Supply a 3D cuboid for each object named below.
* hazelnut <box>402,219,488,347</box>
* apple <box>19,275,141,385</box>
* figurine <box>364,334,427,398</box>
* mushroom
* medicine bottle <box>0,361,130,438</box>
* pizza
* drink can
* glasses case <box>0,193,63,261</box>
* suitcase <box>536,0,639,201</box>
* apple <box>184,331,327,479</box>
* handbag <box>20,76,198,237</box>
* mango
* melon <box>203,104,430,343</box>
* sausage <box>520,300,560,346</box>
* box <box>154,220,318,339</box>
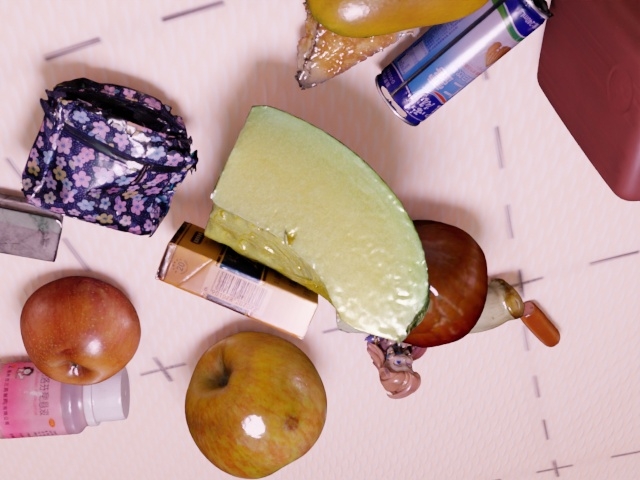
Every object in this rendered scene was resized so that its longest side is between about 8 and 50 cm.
[{"bbox_3d":[0.148,0.064,1.426,0.230,0.229,0.229,-3,135,-3],"label":"hazelnut"},{"bbox_3d":[-0.407,0.159,1.493,0.201,0.162,0.201,-5,136,-4],"label":"apple"},{"bbox_3d":[0.142,0.224,1.641,0.126,0.157,0.114,16,152,-28],"label":"figurine"},{"bbox_3d":[0.194,0.126,1.566,0.333,0.107,0.087,-5,101,0],"label":"mushroom"},{"bbox_3d":[-0.485,0.290,1.633,0.247,0.147,0.147,-4,135,-2],"label":"medicine bottle"},{"bbox_3d":[0.028,-0.281,1.174,0.185,0.052,0.195,23,124,-34],"label":"pizza"},{"bbox_3d":[0.188,-0.260,1.183,0.097,0.097,0.235,32,123,-32],"label":"drink can"},{"bbox_3d":[-0.552,-0.036,1.352,0.299,0.060,0.114,11,133,-16],"label":"glasses case"},{"bbox_3d":[0.406,-0.215,1.112,0.161,0.297,0.236,-9,136,-9],"label":"suitcase"},{"bbox_3d":[-0.124,0.292,1.601,0.264,0.264,0.264,-3,135,-3],"label":"apple"},{"bbox_3d":[-0.299,-0.121,1.247,0.229,0.126,0.207,19,124,-23],"label":"handbag"},{"bbox_3d":[0.102,-0.340,1.040,0.255,0.175,0.139,-14,-179,-13],"label":"mango"},{"bbox_3d":[0.000,0.000,1.260,0.344,0.226,0.331,29,138,-2],"label":"melon"},{"bbox_3d":[0.417,0.162,1.674,0.041,0.039,0.131,-34,131,16],"label":"sausage"},{"bbox_3d":[-0.121,0.058,1.341,0.237,0.152,0.070,25,102,-5],"label":"box"}]
